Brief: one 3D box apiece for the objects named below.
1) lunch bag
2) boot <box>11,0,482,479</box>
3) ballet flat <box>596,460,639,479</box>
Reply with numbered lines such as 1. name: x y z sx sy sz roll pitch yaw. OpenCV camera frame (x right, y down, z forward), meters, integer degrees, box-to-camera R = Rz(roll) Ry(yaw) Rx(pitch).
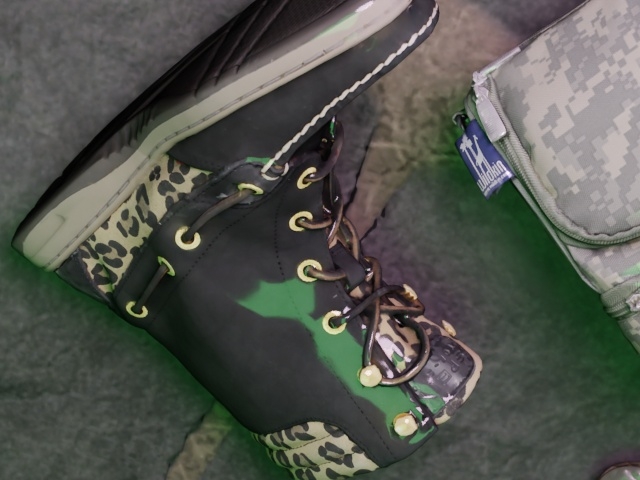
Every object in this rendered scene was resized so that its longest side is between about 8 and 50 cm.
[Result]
1. lunch bag: 0.266 -0.072 0.997 0.305 0.212 0.256 -36 87 19
2. boot: 0.000 0.000 1.068 0.284 0.138 0.377 46 128 -14
3. ballet flat: 0.304 0.242 1.205 0.250 0.058 0.084 34 110 -2
